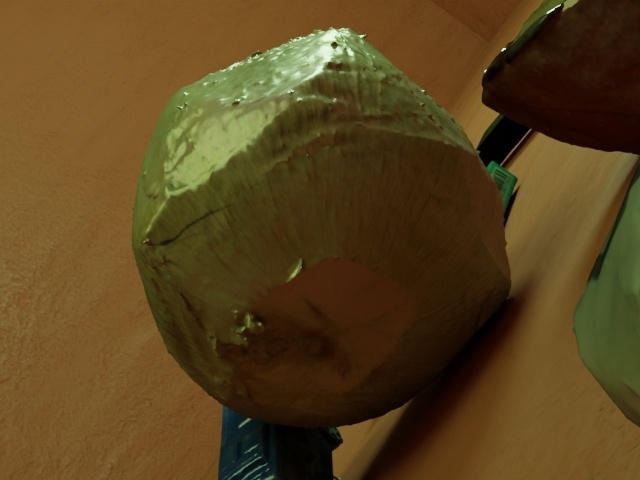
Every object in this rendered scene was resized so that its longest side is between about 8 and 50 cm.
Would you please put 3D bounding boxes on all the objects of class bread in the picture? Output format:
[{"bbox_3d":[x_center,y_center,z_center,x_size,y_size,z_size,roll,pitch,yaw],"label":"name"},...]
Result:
[{"bbox_3d":[0.225,-0.170,0.907,0.244,0.123,0.190,-55,3,-3],"label":"bread"}]

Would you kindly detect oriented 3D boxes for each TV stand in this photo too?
[{"bbox_3d":[0.209,-0.110,1.635,0.256,0.040,0.049,-53,3,39],"label":"TV stand"}]

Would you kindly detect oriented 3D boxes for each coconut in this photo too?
[{"bbox_3d":[0.000,0.000,1.065,0.297,0.297,0.254,-54,20,13],"label":"coconut"}]

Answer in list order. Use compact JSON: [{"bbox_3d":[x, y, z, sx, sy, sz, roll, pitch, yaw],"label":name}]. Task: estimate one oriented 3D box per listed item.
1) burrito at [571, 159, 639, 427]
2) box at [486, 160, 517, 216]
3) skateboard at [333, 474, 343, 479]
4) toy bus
[{"bbox_3d":[0.209,-0.108,0.468,0.445,0.101,0.139,-57,-3,-25],"label":"burrito"},{"bbox_3d":[0.118,0.028,1.346,0.161,0.042,0.226,-55,1,29],"label":"box"},{"bbox_3d":[-0.015,0.236,1.198,0.083,0.032,0.064,-58,-8,-14],"label":"skateboard"},{"bbox_3d":[-0.037,0.182,1.118,0.079,0.094,0.236,-44,16,13],"label":"toy bus"}]
